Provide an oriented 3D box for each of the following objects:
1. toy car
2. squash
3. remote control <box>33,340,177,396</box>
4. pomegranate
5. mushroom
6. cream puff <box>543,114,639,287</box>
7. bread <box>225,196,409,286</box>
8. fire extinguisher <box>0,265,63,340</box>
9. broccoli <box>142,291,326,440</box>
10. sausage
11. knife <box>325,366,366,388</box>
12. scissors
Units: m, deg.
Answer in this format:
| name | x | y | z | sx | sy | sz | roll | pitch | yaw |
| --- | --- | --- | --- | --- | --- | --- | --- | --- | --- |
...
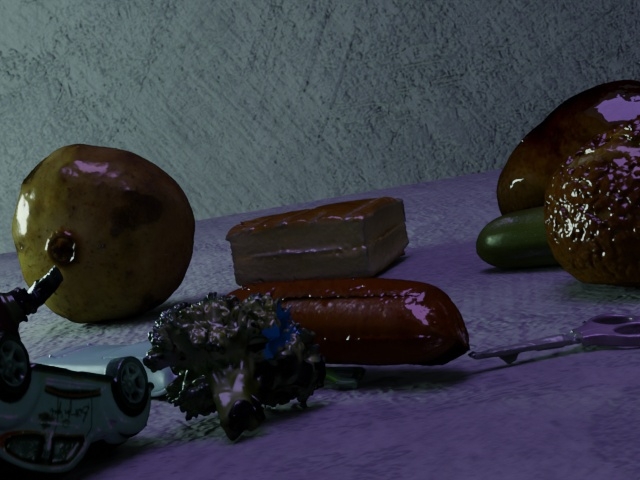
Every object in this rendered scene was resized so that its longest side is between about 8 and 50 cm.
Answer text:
| name | x | y | z | sx | sy | sz | roll | pitch | yaw |
| --- | --- | --- | --- | --- | --- | --- | --- | --- | --- |
| toy car | -0.270 | 0.161 | 1.344 | 0.136 | 0.125 | 0.306 | -12 | -17 | 26 |
| squash | 0.364 | -0.010 | 2.085 | 0.341 | 0.094 | 0.094 | -4 | 8 | 34 |
| remote control | -0.223 | 0.143 | 1.749 | 0.103 | 0.051 | 0.293 | -16 | 8 | -42 |
| pomegranate | -0.330 | -0.014 | 2.277 | 0.281 | 0.281 | 0.281 | -9 | 7 | 1 |
| mushroom | 0.433 | -0.082 | 2.282 | 0.345 | 0.259 | 0.345 | -14 | -21 | -5 |
| cream puff | 0.414 | -0.054 | 1.867 | 0.303 | 0.212 | 0.303 | -13 | 4 | 1 |
| bread | 0.000 | 0.000 | 2.399 | 0.239 | 0.111 | 0.246 | -6 | 7 | 21 |
| fire extinguisher | -0.397 | 0.121 | 1.442 | 0.337 | 0.114 | 0.135 | -30 | -2 | -12 |
| broccoli | -0.081 | 0.126 | 1.452 | 0.154 | 0.167 | 0.160 | -35 | 35 | 8 |
| sausage | 0.014 | 0.086 | 1.593 | 0.330 | 0.102 | 0.102 | -2 | 10 | 41 |
| knife | -0.036 | 0.147 | 1.579 | 0.166 | 0.022 | 0.078 | -7 | 2 | 10 |
| scissors | 0.252 | 0.104 | 1.546 | 0.212 | 0.021 | 0.110 | -11 | 10 | -14 |
